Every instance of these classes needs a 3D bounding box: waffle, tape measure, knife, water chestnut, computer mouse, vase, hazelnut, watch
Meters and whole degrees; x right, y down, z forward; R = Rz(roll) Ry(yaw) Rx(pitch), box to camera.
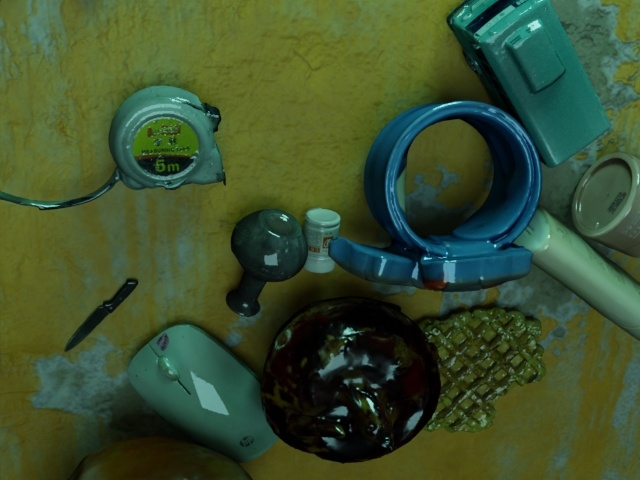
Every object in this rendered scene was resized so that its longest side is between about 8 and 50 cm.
[{"bbox_3d":[0.272,0.235,1.519,0.291,0.051,0.291,-6,116,-12],"label":"waffle"},{"bbox_3d":[-0.300,-0.130,1.181,0.330,0.084,0.164,-6,115,-12],"label":"tape measure"},{"bbox_3d":[-0.348,0.119,1.338,0.170,0.010,0.023,-45,118,12],"label":"knife"},{"bbox_3d":[0.054,0.227,1.335,0.300,0.300,0.300,-5,117,-11],"label":"water chestnut"},{"bbox_3d":[-0.180,0.265,1.403,0.159,0.097,0.288,-39,119,10],"label":"computer mouse"},{"bbox_3d":[-0.092,0.040,1.310,0.120,0.120,0.183,12,127,-19],"label":"vase"},{"bbox_3d":[-0.265,0.471,1.362,0.372,0.315,0.372,-19,143,-15],"label":"hazelnut"},{"bbox_3d":[0.157,-0.069,1.264,0.305,0.241,0.274,-2,100,-14],"label":"watch"}]

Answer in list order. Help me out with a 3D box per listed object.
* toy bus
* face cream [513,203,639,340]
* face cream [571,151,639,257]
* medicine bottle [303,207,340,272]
[{"bbox_3d":[0.305,-0.244,1.236,0.128,0.147,0.256,-36,119,4],"label":"toy bus"},{"bbox_3d":[0.441,0.054,1.400,0.348,0.173,0.081,33,105,-26],"label":"face cream"},{"bbox_3d":[0.494,-0.057,1.370,0.104,0.149,0.149,21,109,-20],"label":"face cream"},{"bbox_3d":[0.000,0.000,1.334,0.057,0.057,0.089,-1,117,-13],"label":"medicine bottle"}]
